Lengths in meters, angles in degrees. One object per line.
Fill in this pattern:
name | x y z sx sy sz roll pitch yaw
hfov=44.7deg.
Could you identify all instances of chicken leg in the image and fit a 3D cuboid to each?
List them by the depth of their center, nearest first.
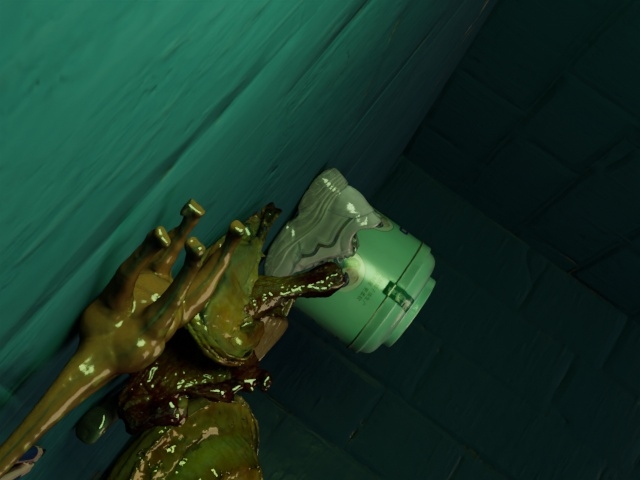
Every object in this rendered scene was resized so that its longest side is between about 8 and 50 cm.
chicken leg | -0.107 0.110 0.914 0.322 0.177 0.083 -49 139 -45

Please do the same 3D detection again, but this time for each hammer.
hammer | -0.224 0.180 0.981 0.111 0.033 0.287 -56 176 14

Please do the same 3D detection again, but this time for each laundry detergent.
laundry detergent | 0.075 0.071 1.685 0.287 0.305 0.287 -54 177 -4

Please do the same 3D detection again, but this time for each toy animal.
toy animal | -0.161 0.082 0.574 0.230 0.066 0.224 -50 179 21

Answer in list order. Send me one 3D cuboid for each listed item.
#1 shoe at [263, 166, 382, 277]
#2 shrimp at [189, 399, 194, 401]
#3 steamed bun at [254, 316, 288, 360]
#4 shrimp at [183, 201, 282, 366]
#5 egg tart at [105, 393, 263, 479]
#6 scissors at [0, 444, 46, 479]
shoe | 0.000 0.000 1.378 0.245 0.137 0.095 -55 172 22
shrimp | -0.282 0.342 1.588 0.254 0.059 0.145 -53 174 -15
steamed bun | -0.141 0.156 1.344 0.145 0.106 0.175 -48 163 -3
shrimp | -0.094 0.047 0.897 0.066 0.117 0.262 -14 -160 26
egg tart | -0.245 0.514 1.532 0.443 0.178 0.443 -36 138 -40
scissors | -0.268 0.200 0.700 0.039 0.012 0.113 -53 177 -6
